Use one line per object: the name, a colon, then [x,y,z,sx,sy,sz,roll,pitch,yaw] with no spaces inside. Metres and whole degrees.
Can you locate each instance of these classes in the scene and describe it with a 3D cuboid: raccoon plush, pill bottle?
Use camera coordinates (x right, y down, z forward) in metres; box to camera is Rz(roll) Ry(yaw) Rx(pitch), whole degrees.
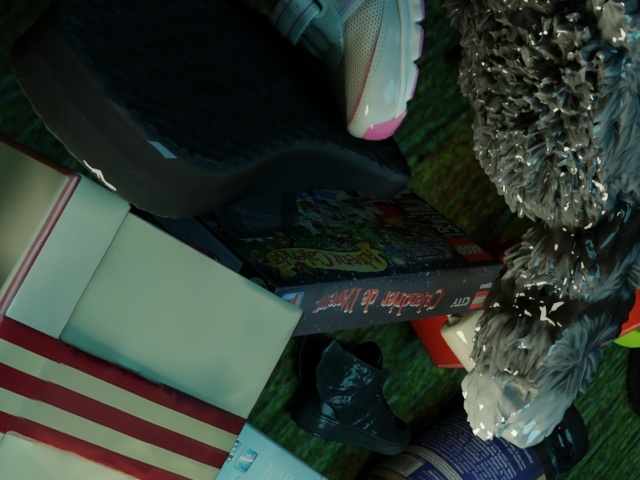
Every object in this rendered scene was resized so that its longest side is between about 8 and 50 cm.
raccoon plush: [0.108,-0.120,1.093,0.216,0.299,0.446,18,104,-53]
pill bottle: [0.139,0.219,1.453,0.219,0.123,0.122,-31,133,-29]

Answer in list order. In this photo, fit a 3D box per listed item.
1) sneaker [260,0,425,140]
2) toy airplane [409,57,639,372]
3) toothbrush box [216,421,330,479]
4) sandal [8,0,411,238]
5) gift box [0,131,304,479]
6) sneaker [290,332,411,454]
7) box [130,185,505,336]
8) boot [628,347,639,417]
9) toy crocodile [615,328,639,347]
sneaker: [-0.015,-0.175,1.012,0.111,0.252,0.103,-13,162,-21]
toy airplane: [0.277,-0.019,1.271,0.272,0.384,0.386,-48,151,-55]
toothbrush box: [-0.133,0.208,1.165,0.216,0.126,0.295,-55,139,-6]
sandal: [-0.070,-0.071,0.989,0.107,0.167,0.446,-42,167,18]
gift box: [-0.202,0.077,0.910,0.258,0.255,0.276,34,78,-50]
sneaker: [0.036,0.128,1.346,0.170,0.051,0.089,18,105,-46]
box: [0.000,0.000,1.145,0.233,0.159,0.044,-5,125,-44]
boot: [0.426,0.141,1.633,0.094,0.207,0.246,-34,135,-27]
toy crocodile: [0.294,-0.062,1.452,0.115,0.105,0.340,-15,123,-40]
